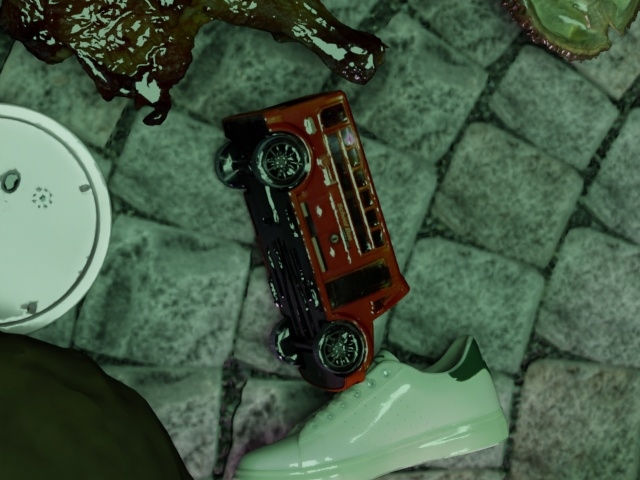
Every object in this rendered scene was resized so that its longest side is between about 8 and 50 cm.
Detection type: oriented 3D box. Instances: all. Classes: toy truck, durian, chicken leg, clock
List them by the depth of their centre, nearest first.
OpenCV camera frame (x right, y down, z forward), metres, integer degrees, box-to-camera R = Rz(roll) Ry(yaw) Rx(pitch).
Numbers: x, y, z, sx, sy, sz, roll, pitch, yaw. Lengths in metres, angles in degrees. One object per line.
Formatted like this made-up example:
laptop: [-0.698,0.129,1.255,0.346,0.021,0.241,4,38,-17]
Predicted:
clock: [-0.277,-0.018,1.448,0.197,0.068,0.197,-2,96,-16]
chicken leg: [-0.107,-0.191,1.451,0.322,0.083,0.177,-12,81,-17]
toy truck: [0.000,0.000,1.511,0.114,0.107,0.253,-22,100,-23]
durian: [0.208,-0.251,1.556,0.148,0.091,0.188,-31,115,-23]

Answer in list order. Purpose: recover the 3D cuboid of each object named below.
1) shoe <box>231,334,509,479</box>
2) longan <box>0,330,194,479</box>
shoe: [0.039,0.156,1.554,0.265,0.095,0.110,-10,93,-21]
longan: [-0.287,0.282,1.312,0.436,0.404,0.404,-32,104,-19]
